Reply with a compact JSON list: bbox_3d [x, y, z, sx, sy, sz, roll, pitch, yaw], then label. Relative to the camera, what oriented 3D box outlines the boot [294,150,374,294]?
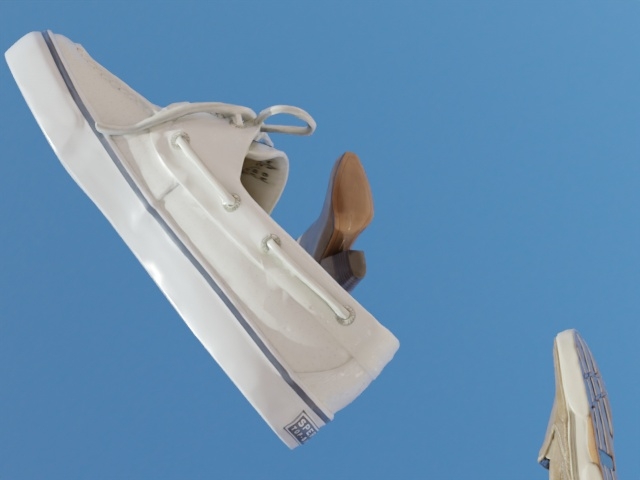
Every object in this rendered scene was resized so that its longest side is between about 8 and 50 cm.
[{"bbox_3d":[0.000,0.000,1.053,0.042,0.087,0.118,17,-119,-33],"label":"boot"}]

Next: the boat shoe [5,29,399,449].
[{"bbox_3d":[-0.072,-0.041,0.974,0.156,0.136,0.367,-38,-111,-4],"label":"boat shoe"}]

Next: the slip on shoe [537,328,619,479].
[{"bbox_3d":[0.137,0.113,0.750,0.051,0.041,0.135,35,-139,-53],"label":"slip on shoe"}]
